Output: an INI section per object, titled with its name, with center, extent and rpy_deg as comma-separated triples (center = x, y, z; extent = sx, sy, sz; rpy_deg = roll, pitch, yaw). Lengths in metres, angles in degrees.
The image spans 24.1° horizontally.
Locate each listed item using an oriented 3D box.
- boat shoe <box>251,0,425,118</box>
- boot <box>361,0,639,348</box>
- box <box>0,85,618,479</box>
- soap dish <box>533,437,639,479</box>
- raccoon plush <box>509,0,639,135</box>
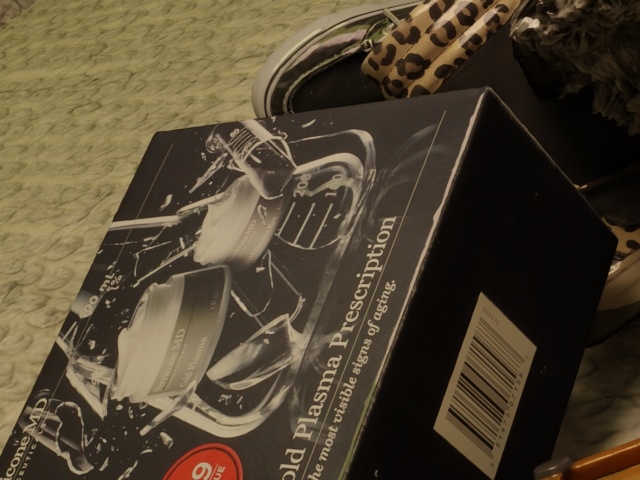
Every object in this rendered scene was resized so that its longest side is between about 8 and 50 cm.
[boat shoe]
center = 0.088, -0.165, 1.416
extent = 0.306, 0.113, 0.105
rpy_deg = -16, 29, -10
[boot]
center = 0.243, -0.130, 1.144
extent = 0.377, 0.284, 0.138
rpy_deg = -40, -9, -14
[box]
center = -0.018, 0.098, 0.991
extent = 0.313, 0.179, 0.343
rpy_deg = -5, 54, 42
[soap dish]
center = 0.233, 0.146, 0.749
extent = 0.291, 0.118, 0.229
rpy_deg = -23, 0, 13
[raccoon plush]
center = 0.338, -0.180, 0.995
extent = 0.446, 0.299, 0.216
rpy_deg = -55, 3, -12
